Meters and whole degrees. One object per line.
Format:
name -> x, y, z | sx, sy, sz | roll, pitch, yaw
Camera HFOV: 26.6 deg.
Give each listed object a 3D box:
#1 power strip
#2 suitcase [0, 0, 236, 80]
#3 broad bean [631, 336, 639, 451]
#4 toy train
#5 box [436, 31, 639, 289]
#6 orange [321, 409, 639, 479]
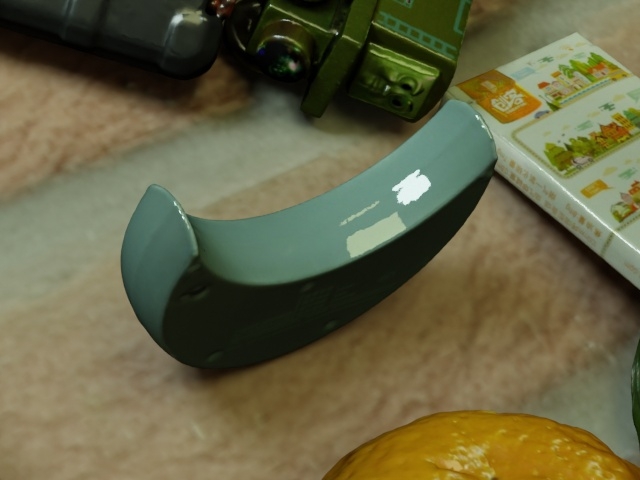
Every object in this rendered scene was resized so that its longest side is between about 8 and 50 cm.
power strip -> 0.000, 0.000, 0.651 | 0.216, 0.137, 0.044 | -17, 60, -35
suitcase -> -0.116, -0.246, 0.715 | 0.206, 0.066, 0.285 | 15, 94, -10
broad bean -> 0.240, 0.072, 0.750 | 0.144, 0.049, 0.292 | 40, 54, 11
toy train -> 0.033, -0.164, 0.801 | 0.137, 0.090, 0.225 | 24, 53, -9
box -> 0.183, -0.034, 0.777 | 0.122, 0.032, 0.220 | -26, 56, -31
orange -> 0.068, 0.154, 0.559 | 0.177, 0.155, 0.177 | -8, 31, 5
